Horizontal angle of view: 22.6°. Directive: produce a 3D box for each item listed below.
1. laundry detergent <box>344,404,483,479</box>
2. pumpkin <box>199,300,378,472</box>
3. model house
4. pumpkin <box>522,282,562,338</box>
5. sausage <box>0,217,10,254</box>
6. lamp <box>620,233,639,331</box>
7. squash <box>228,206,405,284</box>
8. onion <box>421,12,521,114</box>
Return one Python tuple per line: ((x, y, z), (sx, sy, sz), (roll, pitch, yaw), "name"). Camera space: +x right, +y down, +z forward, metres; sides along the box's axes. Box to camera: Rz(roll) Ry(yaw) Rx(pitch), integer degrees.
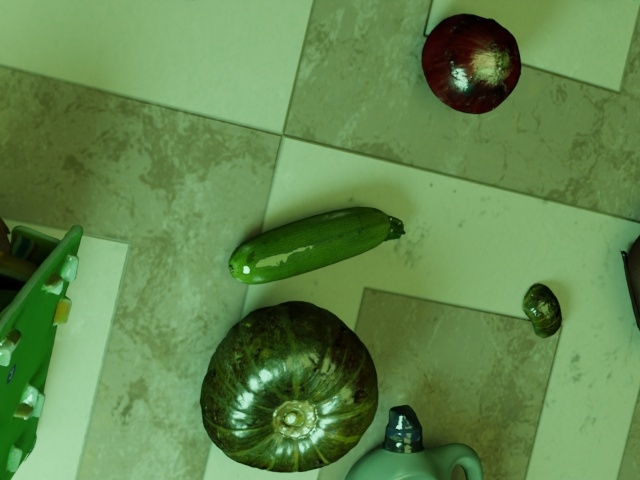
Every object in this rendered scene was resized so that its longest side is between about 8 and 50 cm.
((0.121, 0.352, 2.090), (0.215, 0.105, 0.280), (-2, 99, -29), "laundry detergent")
((-0.033, 0.174, 1.942), (0.219, 0.162, 0.219), (-2, 111, -4), "pumpkin")
((-0.448, 0.121, 1.687), (0.313, 0.242, 0.358), (22, 126, 6), "model house")
((0.311, 0.099, 2.194), (0.050, 0.028, 0.083), (-39, 120, -20), "pumpkin")
((-0.413, -0.060, 1.723), (0.088, 0.088, 0.433), (-37, 115, -19), "sausage")
((0.514, 0.066, 2.228), (0.180, 0.180, 0.258), (-28, 110, -23), "lamp")
((0.000, 0.000, 1.977), (0.252, 0.066, 0.066), (-17, 107, -27), "squash")
((0.192, -0.223, 2.018), (0.131, 0.131, 0.131), (-6, 102, -29), "onion")
